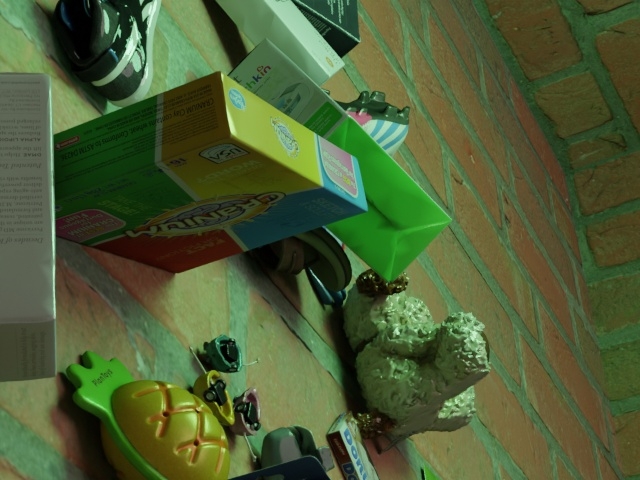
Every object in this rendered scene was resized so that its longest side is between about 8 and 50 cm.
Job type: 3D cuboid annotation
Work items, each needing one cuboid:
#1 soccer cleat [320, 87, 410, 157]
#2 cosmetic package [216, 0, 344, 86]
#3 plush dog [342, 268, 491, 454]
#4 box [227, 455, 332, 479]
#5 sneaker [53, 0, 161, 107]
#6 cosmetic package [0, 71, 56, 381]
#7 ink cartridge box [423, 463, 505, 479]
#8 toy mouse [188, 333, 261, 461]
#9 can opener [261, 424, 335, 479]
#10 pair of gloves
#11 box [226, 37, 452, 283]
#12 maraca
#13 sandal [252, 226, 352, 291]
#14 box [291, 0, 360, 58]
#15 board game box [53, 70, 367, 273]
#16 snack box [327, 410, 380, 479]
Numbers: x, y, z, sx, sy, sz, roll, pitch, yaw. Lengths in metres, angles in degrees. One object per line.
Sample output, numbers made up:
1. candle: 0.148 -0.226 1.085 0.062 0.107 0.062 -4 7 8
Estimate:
1. soccer cleat: 0.019 -0.149 1.934 0.116 0.143 0.331 33 21 32
2. cosmetic package: -0.071 -0.312 1.814 0.239 0.060 0.099 49 24 -5
3. plush dog: 0.104 0.154 1.839 0.262 0.211 0.225 92 -23 -59
4. box: -0.016 0.325 1.357 0.225 0.136 0.036 59 23 -29
5. sneaker: -0.234 -0.264 1.409 0.121 0.079 0.216 43 35 -56
6. cosmetic package: -0.255 -0.012 1.047 0.117 0.086 0.231 111 -26 -60
7. ink cartridge box: 0.258 0.466 2.013 0.255 0.097 0.188 49 29 -48
8. toy mouse: -0.101 0.162 1.438 0.161 0.031 0.143 66 20 -14
9. can opener: -0.002 0.347 1.501 0.093 0.074 0.280 -20 89 -36
10. pair of gloves: 0.000 0.000 1.873 0.159 0.023 0.198 53 26 -41
11. box: 0.007 -0.100 1.679 0.262 0.127 0.231 41 5 -43
12. maraca: -0.158 0.173 1.192 0.186 0.099 0.127 44 13 -1
13. sandal: -0.057 -0.013 1.642 0.120 0.086 0.303 40 -3 37
14. box: -0.028 -0.363 1.962 0.158 0.093 0.156 27 42 -30
15. board game box: -0.123 -0.054 1.272 0.316 0.242 0.064 23 52 -63
16. snack box: 0.058 0.321 1.726 0.178 0.022 0.064 67 21 -10
